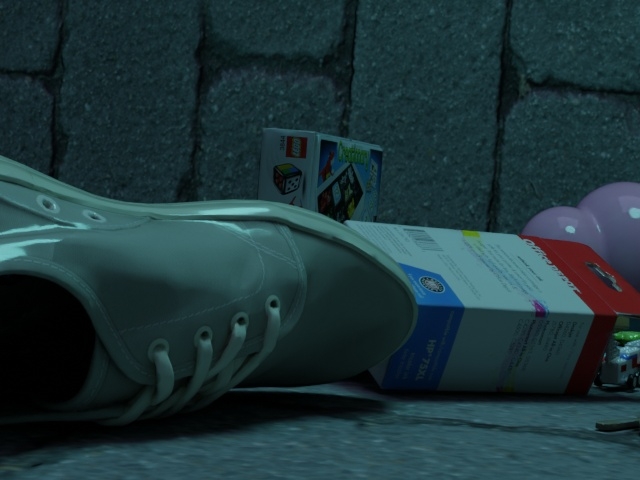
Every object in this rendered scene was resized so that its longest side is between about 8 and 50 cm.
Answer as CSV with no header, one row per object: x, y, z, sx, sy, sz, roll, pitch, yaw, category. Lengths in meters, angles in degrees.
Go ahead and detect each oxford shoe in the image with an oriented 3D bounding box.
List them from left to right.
-0.102,0.053,0.918,0.449,0.169,0.130,13,37,-46,oxford shoe

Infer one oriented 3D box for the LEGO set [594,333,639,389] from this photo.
0.288,0.094,1.323,0.182,0.060,0.244,0,4,-18,LEGO set

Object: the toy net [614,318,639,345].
0.424,0.095,1.661,0.232,0.045,0.122,4,2,0,toy net

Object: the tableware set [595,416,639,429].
0.290,0.112,1.038,0.128,0.039,0.194,6,3,43,tableware set

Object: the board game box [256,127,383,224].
0.000,0.000,1.416,0.053,0.193,0.305,5,2,13,board game box

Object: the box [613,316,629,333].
0.168,0.078,1.445,0.201,0.021,0.164,5,-11,-11,box

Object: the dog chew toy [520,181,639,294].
0.389,0.015,1.857,0.331,0.207,0.206,-4,4,-16,dog chew toy

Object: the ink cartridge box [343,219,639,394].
0.133,0.054,1.193,0.231,0.078,0.134,5,26,-25,ink cartridge box
